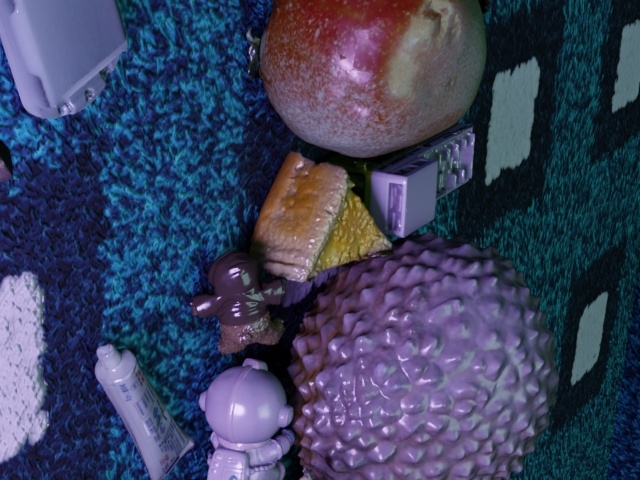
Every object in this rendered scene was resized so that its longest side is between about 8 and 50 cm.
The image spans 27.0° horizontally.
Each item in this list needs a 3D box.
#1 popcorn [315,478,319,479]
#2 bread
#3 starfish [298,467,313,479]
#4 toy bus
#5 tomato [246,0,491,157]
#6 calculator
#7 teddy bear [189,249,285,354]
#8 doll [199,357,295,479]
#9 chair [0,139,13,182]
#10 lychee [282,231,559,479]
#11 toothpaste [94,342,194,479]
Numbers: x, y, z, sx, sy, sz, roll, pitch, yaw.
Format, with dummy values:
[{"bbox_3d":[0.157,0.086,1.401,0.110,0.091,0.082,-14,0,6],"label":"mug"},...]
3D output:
[{"bbox_3d":[0.093,0.417,2.011,0.250,0.235,0.242,-23,154,-31],"label":"popcorn"},{"bbox_3d":[0.000,0.000,1.725,0.160,0.140,0.169,39,72,-48],"label":"bread"},{"bbox_3d":[-0.136,0.403,1.566,0.082,0.323,0.432,-106,-176,-46],"label":"starfish"},{"bbox_3d":[0.123,-0.098,1.906,0.301,0.139,0.113,-31,129,-53],"label":"toy bus"},{"bbox_3d":[0.074,-0.248,1.634,0.303,0.239,0.304,-38,138,-45],"label":"tomato"},{"bbox_3d":[-0.250,-0.231,1.248,0.141,0.045,0.246,-51,144,-38],"label":"calculator"},{"bbox_3d":[-0.095,0.089,1.629,0.078,0.119,0.160,-109,-174,-49],"label":"teddy bear"},{"bbox_3d":[-0.102,0.290,1.685,0.151,0.151,0.287,-14,111,-59],"label":"doll"},{"bbox_3d":[-0.436,-0.094,0.850,0.203,0.416,0.241,68,0,-50],"label":"chair"},{"bbox_3d":[0.131,0.178,1.822,0.432,0.380,0.380,-32,132,-35],"label":"lychee"},{"bbox_3d":[-0.205,0.197,1.540,0.268,0.047,0.069,71,23,-50],"label":"toothpaste"}]
